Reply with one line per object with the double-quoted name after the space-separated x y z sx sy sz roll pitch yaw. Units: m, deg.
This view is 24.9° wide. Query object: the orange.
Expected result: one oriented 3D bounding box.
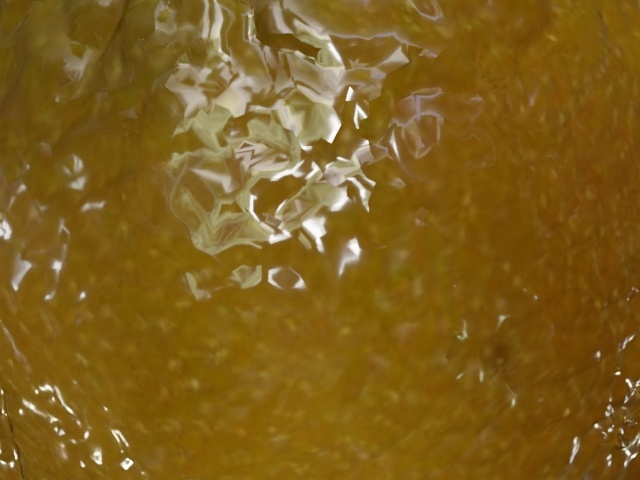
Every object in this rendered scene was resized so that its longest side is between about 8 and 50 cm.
0.000 0.000 0.560 0.322 0.322 0.357 -5 137 13 "orange"
